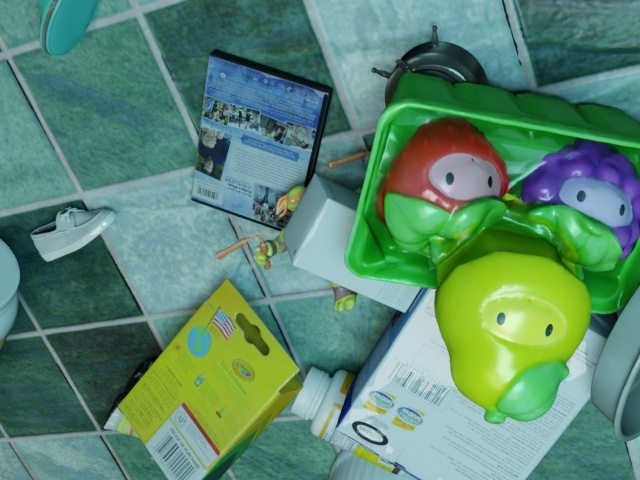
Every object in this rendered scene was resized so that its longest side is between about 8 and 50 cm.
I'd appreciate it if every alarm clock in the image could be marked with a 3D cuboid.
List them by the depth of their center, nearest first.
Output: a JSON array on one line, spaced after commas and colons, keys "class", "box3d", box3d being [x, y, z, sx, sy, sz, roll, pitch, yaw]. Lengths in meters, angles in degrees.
[{"class": "alarm clock", "box3d": [0.162, -0.172, 1.165, 0.129, 0.064, 0.192, -31, 110, 33]}]

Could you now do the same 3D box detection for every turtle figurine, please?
[{"class": "turtle figurine", "box3d": [0.000, 0.000, 1.310, 0.269, 0.087, 0.217, -34, 115, 5]}]

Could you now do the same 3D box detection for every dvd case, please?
[{"class": "dvd case", "box3d": [-0.091, -0.136, 1.306, 0.180, 0.022, 0.253, 19, 126, 7]}]

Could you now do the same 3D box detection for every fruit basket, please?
[{"class": "fruit basket", "box3d": [0.219, 0.001, 1.024, 0.392, 0.392, 0.283, 19, 127, 8]}]

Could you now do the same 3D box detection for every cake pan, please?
[{"class": "cake pan", "box3d": [0.438, 0.117, 1.131, 0.054, 0.293, 0.293, 34, 133, 34]}]

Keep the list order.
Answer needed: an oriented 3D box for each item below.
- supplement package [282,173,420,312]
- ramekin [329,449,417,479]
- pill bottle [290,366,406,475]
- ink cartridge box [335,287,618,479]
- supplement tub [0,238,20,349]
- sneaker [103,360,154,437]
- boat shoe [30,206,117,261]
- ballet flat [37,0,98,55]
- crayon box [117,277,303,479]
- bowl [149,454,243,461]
[{"class": "supplement package", "box3d": [0.053, 0.003, 1.214, 0.179, 0.105, 0.105, 23, 108, -20]}, {"class": "ramekin", "box3d": [0.131, 0.488, 1.559, 0.277, 0.135, 0.277, 10, 124, 14]}, {"class": "pill bottle", "box3d": [0.064, 0.289, 1.464, 0.215, 0.117, 0.117, 25, 127, 4]}, {"class": "ink cartridge box", "box3d": [0.204, 0.208, 1.285, 0.270, 0.151, 0.395, 30, 111, 1]}, {"class": "supplement tub", "box3d": [-0.676, 0.146, 1.576, 0.241, 0.241, 0.331, 34, 127, -3]}, {"class": "sneaker", "box3d": [-0.320, 0.297, 1.649, 0.094, 0.081, 0.208, 30, 133, -10]}, {"class": "boat shoe", "box3d": [-0.412, -0.023, 1.482, 0.184, 0.066, 0.063, -19, 115, 40]}, {"class": "ballet flat", "box3d": [-0.341, -0.370, 1.223, 0.087, 0.083, 0.247, 48, 129, 17]}, {"class": "crayon box", "box3d": [-0.169, 0.240, 1.461, 0.318, 0.081, 0.202, -48, 68, 21]}, {"class": "bowl", "box3d": [-0.223, 0.359, 1.625, 0.170, 0.170, 0.080, -3, 77, 22]}]
